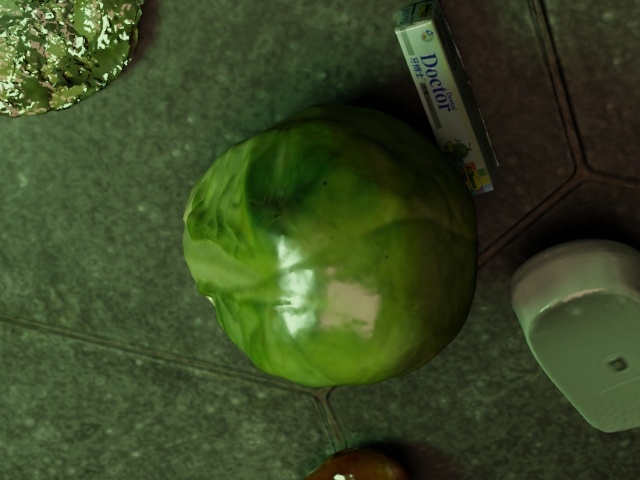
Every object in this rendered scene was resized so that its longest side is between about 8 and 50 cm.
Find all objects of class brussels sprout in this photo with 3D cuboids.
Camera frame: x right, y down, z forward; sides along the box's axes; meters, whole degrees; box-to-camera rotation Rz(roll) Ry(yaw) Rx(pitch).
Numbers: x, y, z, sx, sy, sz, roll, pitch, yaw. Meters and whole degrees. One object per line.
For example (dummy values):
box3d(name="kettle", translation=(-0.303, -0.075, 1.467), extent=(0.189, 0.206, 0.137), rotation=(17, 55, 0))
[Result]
box3d(name="brussels sprout", translation=(0.000, 0.000, 1.340), extent=(0.271, 0.210, 0.220), rotation=(4, 98, 41))

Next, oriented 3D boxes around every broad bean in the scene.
box3d(name="broad bean", translation=(0.026, 0.265, 1.569), extent=(0.114, 0.084, 0.165), rotation=(19, 115, -1))

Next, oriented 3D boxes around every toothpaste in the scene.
box3d(name="toothpaste", translation=(0.105, -0.114, 1.358), extent=(0.034, 0.046, 0.164), rotation=(-14, 118, 18))

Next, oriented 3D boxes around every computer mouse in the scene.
box3d(name="computer mouse", translation=(0.249, 0.077, 1.438), extent=(0.127, 0.079, 0.231), rotation=(-20, 131, 21))

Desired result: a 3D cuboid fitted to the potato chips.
box3d(name="potato chips", translation=(-0.258, -0.187, 1.376), extent=(0.219, 0.029, 0.202), rotation=(18, 121, 0))
